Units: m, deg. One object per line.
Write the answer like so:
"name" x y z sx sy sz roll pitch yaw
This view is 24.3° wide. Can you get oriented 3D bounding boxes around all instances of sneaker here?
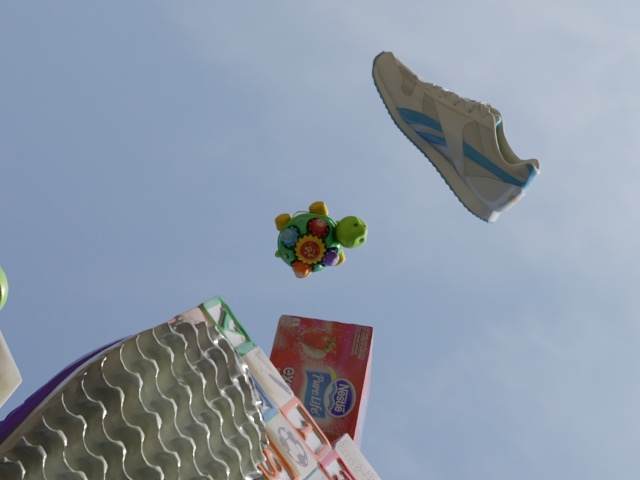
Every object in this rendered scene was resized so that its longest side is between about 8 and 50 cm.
"sneaker" -0.154 0.128 0.675 0.146 0.102 0.293 -13 -164 43
"sneaker" 0.149 -0.131 1.664 0.092 0.229 0.087 -42 177 18

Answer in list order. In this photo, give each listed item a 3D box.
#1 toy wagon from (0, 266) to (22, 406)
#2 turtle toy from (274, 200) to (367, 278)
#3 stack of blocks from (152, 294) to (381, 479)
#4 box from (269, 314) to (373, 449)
"toy wagon" -0.353 0.009 0.987 0.068 0.344 0.267 -47 -174 16
"turtle toy" 0.000 0.000 1.977 0.130 0.095 0.066 -20 -164 5
"stack of blocks" -0.021 0.182 0.946 0.087 0.297 0.171 -38 177 14
"box" -0.012 0.225 1.768 0.122 0.128 0.257 7 -138 6
